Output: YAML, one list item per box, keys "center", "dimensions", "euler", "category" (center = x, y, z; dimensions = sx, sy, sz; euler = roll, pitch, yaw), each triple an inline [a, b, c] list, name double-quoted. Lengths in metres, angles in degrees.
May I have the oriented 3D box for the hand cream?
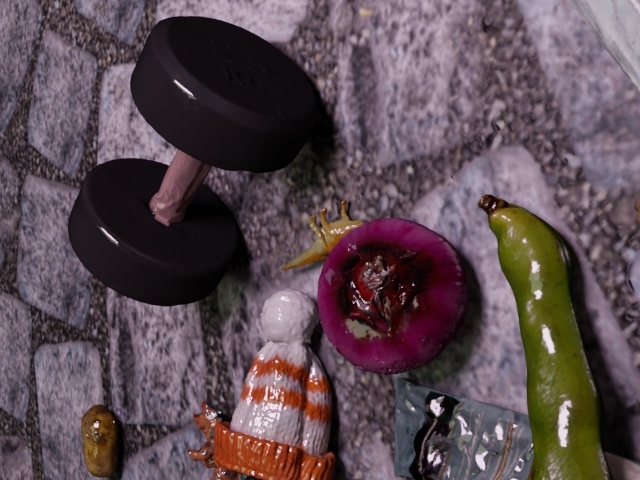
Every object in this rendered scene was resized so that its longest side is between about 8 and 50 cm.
- center: [0.141, 0.158, 0.618]
  dimensions: [0.248, 0.052, 0.075]
  euler: [9, 75, 52]
  category: "hand cream"

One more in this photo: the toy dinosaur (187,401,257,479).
- center: [-0.079, 0.212, 0.839]
  dimensions: [0.055, 0.049, 0.154]
  euler: [-35, 59, -3]
  category: "toy dinosaur"

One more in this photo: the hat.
- center: [-0.031, 0.123, 0.776]
  dimensions: [0.112, 0.093, 0.162]
  euler: [7, 79, 36]
  category: "hat"

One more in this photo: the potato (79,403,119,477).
- center: [-0.245, 0.225, 1.021]
  dimensions: [0.051, 0.040, 0.083]
  euler: [-169, 73, -69]
  category: "potato"

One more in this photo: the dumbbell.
- center: [-0.114, -0.066, 0.790]
  dimensions: [0.152, 0.152, 0.218]
  euler: [55, 128, 29]
  category: "dumbbell"

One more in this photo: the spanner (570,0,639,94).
- center: [0.194, -0.120, 0.562]
  dimensions: [0.071, 0.017, 0.302]
  euler: [-45, 61, 39]
  category: "spanner"

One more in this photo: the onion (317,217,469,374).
- center: [0.050, 0.038, 0.661]
  dimensions: [0.115, 0.104, 0.115]
  euler: [-5, 71, 14]
  category: "onion"

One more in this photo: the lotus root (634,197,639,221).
- center: [0.269, 0.069, 0.411]
  dimensions: [0.303, 0.131, 0.146]
  euler: [54, 150, 31]
  category: "lotus root"

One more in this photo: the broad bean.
- center: [0.144, 0.081, 0.570]
  dimensions: [0.052, 0.052, 0.256]
  euler: [122, 147, -57]
  category: "broad bean"

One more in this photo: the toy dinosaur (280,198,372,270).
- center: [0.000, -0.004, 0.762]
  dimensions: [0.113, 0.026, 0.041]
  euler: [-21, 94, 36]
  category: "toy dinosaur"
